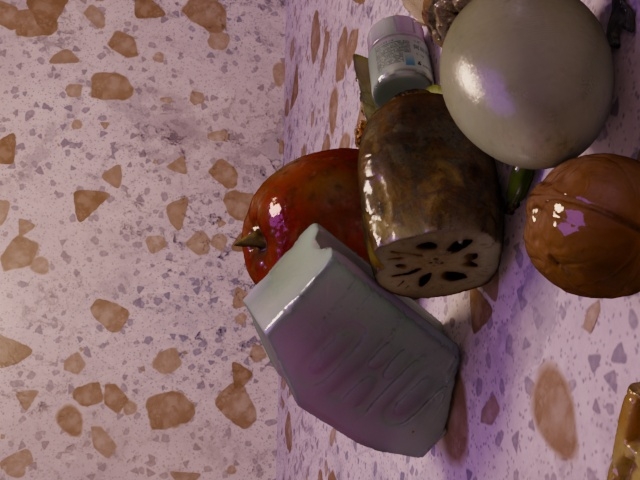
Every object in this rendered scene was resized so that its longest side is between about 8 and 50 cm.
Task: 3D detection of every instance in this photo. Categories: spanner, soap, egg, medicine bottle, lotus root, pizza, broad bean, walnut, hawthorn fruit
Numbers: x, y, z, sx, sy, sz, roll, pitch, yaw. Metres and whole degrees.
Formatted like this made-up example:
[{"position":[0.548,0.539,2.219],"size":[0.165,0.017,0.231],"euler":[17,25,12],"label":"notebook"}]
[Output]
[{"position":[0.384,-0.374,1.138],"size":[0.054,0.015,0.254],"euler":[137,136,-75],"label":"spanner"},{"position":[0.072,0.202,1.569],"size":[0.261,0.446,0.156],"euler":[-48,31,6],"label":"soap"},{"position":[0.269,-0.206,1.130],"size":[0.295,0.218,0.218],"euler":[-100,18,-49],"label":"egg"},{"position":[0.165,-0.372,1.845],"size":[0.135,0.135,0.168],"euler":[112,157,-54],"label":"medicine bottle"},{"position":[0.177,-0.091,1.478],"size":[0.250,0.250,0.346],"euler":[112,155,-55],"label":"lotus root"},{"position":[0.114,-0.206,2.027],"size":[0.194,0.069,0.154],"euler":[61,-163,-44],"label":"pizza"},{"position":[0.317,-0.170,1.313],"size":[0.060,0.043,0.297],"euler":[-92,9,-70],"label":"broad bean"},{"position":[0.317,-0.017,1.005],"size":[0.207,0.167,0.167],"euler":[-166,80,-80],"label":"walnut"},{"position":[0.000,0.000,1.898],"size":[0.403,0.403,0.402],"euler":[-176,90,-77],"label":"hawthorn fruit"}]

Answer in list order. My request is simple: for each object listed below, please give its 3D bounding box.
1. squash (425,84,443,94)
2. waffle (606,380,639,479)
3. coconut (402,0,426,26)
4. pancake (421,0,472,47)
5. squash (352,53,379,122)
[{"position":[0.225,-0.177,1.707],"size":[0.252,0.049,0.252],"euler":[-176,90,-77],"label":"squash"},{"position":[0.374,0.272,0.883],"size":[0.274,0.057,0.168],"euler":[-118,34,-67],"label":"waffle"},{"position":[0.221,-0.480,1.535],"size":[0.194,0.194,0.194],"euler":[-176,90,-77],"label":"coconut"},{"position":[0.243,-0.368,1.468],"size":[0.028,0.158,0.158],"euler":[-64,2,-28],"label":"pancake"},{"position":[0.126,-0.265,1.959],"size":[0.155,0.204,0.237],"euler":[-40,48,45],"label":"squash"}]
